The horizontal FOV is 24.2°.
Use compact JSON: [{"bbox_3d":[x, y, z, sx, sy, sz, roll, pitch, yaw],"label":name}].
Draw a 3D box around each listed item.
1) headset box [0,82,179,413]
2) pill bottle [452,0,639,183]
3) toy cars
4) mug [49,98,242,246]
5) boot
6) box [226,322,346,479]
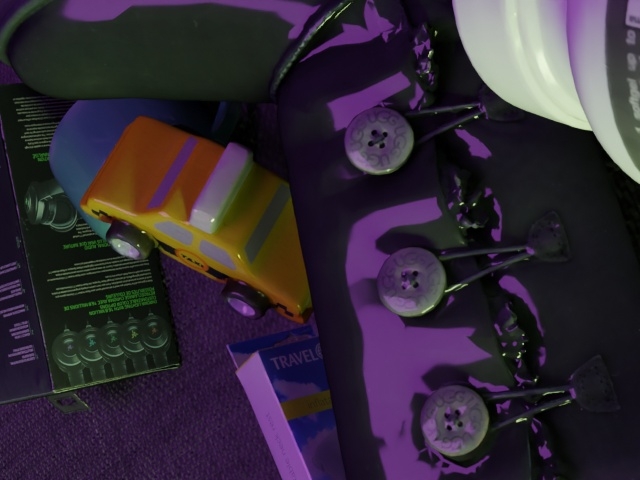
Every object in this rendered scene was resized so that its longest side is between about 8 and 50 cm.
[{"bbox_3d":[-0.264,0.020,1.353,0.246,0.131,0.283,-17,84,52],"label":"headset box"},{"bbox_3d":[0.236,-0.095,0.617,0.363,0.210,0.210,25,117,47],"label":"pill bottle"},{"bbox_3d":[-0.110,-0.116,1.077,0.087,0.176,0.393,110,139,-66],"label":"toy cars"},{"bbox_3d":[-0.129,-0.065,1.162,0.097,0.129,0.157,52,135,28],"label":"mug"},{"bbox_3d":[0.002,-0.001,0.909,0.367,0.146,0.445,-21,82,24],"label":"boot"},{"bbox_3d":[0.017,0.133,1.031,0.042,0.109,0.178,-48,60,50],"label":"box"}]
